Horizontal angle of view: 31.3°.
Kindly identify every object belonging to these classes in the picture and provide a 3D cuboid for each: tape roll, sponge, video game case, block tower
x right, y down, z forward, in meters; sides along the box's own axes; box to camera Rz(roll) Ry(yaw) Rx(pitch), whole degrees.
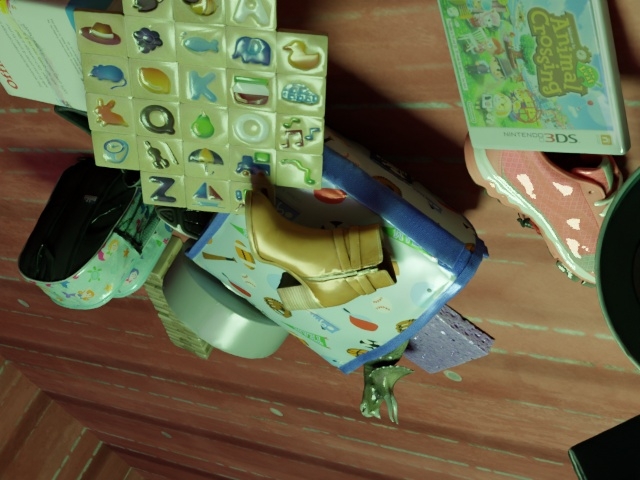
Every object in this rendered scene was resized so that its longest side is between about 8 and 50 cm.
[{"bbox_3d":[-0.139,0.087,1.809,0.219,0.219,0.072,32,114,-5],"label":"tape roll"},{"bbox_3d":[0.201,0.174,1.984,0.117,0.031,0.210,35,154,-10],"label":"sponge"},{"bbox_3d":[0.229,-0.193,1.240,0.193,0.023,0.212,6,125,39],"label":"video game case"},{"bbox_3d":[-0.274,0.118,2.288,0.090,0.097,0.335,19,153,21],"label":"block tower"}]

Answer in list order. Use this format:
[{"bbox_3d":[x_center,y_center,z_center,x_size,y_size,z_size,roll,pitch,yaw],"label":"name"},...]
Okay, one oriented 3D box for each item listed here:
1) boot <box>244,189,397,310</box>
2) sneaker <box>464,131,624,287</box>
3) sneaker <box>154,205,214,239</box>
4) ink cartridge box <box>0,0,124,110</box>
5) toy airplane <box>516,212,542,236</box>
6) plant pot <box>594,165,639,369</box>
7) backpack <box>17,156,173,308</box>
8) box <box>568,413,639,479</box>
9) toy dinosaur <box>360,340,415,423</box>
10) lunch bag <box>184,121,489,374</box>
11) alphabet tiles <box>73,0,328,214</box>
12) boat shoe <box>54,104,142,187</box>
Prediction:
[{"bbox_3d":[0.000,0.000,1.415,0.152,0.073,0.197,-13,130,18],"label":"boot"},{"bbox_3d":[0.320,-0.047,1.382,0.314,0.116,0.136,37,151,-14],"label":"sneaker"},{"bbox_3d":[-0.140,-0.026,1.840,0.262,0.099,0.121,12,165,-10],"label":"sneaker"},{"bbox_3d":[-0.290,-0.297,1.449,0.270,0.197,0.198,14,149,27],"label":"ink cartridge box"},{"bbox_3d":[0.334,-0.009,1.532,0.151,0.028,0.151,23,155,12],"label":"toy airplane"},{"bbox_3d":[0.442,0.035,1.264,0.293,0.293,0.196,25,180,8],"label":"plant pot"},{"bbox_3d":[-0.404,0.002,2.030,0.225,0.254,0.191,6,145,37],"label":"backpack"},{"bbox_3d":[0.625,0.369,1.361,0.479,0.297,0.472,-28,129,10],"label":"box"},{"bbox_3d":[0.100,0.144,1.955,0.160,0.121,0.314,21,121,26],"label":"toy dinosaur"},{"bbox_3d":[0.026,-0.012,1.602,0.327,0.239,0.385,34,158,-5],"label":"lunch bag"},{"bbox_3d":[-0.136,-0.161,1.336,0.285,0.011,0.343,6,135,4],"label":"alphabet tiles"},{"bbox_3d":[-0.286,-0.141,1.817,0.127,0.113,0.340,-2,140,45],"label":"boat shoe"}]
